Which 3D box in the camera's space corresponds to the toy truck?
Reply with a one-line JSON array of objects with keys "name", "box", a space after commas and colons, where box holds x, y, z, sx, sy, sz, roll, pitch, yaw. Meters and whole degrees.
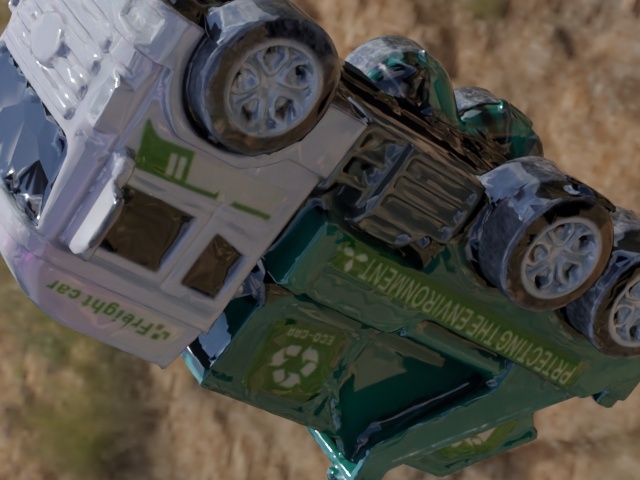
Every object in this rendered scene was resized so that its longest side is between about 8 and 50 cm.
[{"name": "toy truck", "box": [0.000, 0.000, 0.489, 0.116, 0.216, 0.110, -55, 40, 11]}]
